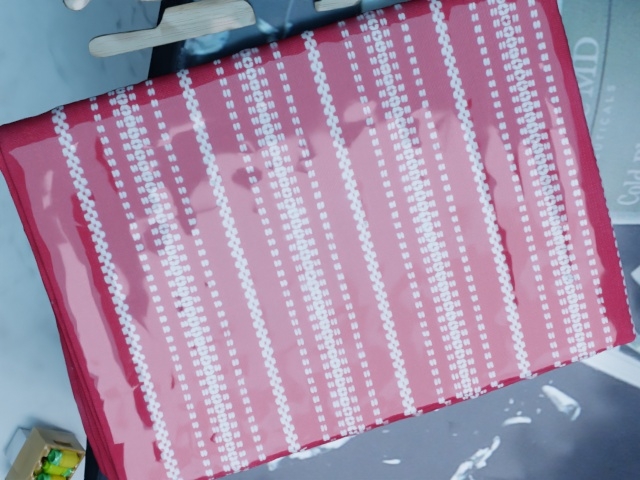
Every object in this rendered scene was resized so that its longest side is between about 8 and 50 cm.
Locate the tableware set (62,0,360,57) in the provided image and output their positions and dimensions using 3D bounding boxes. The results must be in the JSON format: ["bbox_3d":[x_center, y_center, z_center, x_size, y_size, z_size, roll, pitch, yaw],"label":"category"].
[{"bbox_3d":[-0.025,-0.158,0.624,0.194,0.039,0.128,-12,107,0],"label":"tableware set"}]

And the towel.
[{"bbox_3d":[0.000,0.000,0.679,0.275,0.031,0.198,-17,106,-2],"label":"towel"}]

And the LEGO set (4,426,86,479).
[{"bbox_3d":[-0.270,0.253,0.978,0.287,0.107,0.132,-29,109,1],"label":"LEGO set"}]

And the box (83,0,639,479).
[{"bbox_3d":[0.127,-0.032,0.856,0.472,0.297,0.479,9,105,-9],"label":"box"}]
